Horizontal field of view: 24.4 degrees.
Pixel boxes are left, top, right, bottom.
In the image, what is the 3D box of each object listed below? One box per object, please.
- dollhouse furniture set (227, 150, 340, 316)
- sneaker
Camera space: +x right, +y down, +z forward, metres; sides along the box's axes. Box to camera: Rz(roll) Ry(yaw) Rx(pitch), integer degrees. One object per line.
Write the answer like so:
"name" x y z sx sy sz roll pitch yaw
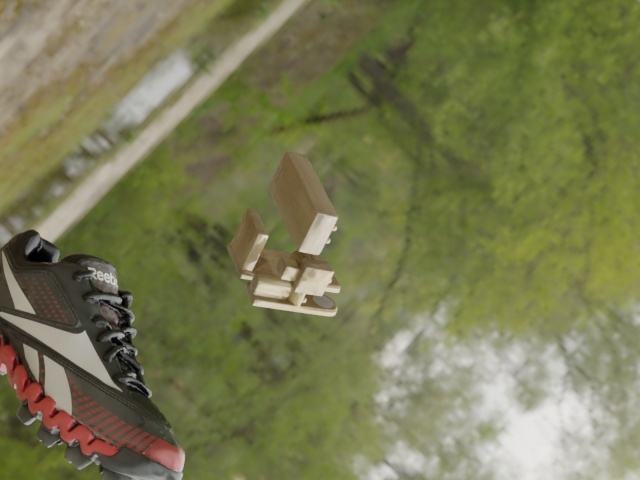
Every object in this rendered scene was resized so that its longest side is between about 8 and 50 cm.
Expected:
"dollhouse furniture set" 0.000 0.000 1.578 0.151 0.123 0.144 -64 -148 28
"sneaker" -0.190 0.089 1.181 0.135 0.276 0.097 -50 150 -2
